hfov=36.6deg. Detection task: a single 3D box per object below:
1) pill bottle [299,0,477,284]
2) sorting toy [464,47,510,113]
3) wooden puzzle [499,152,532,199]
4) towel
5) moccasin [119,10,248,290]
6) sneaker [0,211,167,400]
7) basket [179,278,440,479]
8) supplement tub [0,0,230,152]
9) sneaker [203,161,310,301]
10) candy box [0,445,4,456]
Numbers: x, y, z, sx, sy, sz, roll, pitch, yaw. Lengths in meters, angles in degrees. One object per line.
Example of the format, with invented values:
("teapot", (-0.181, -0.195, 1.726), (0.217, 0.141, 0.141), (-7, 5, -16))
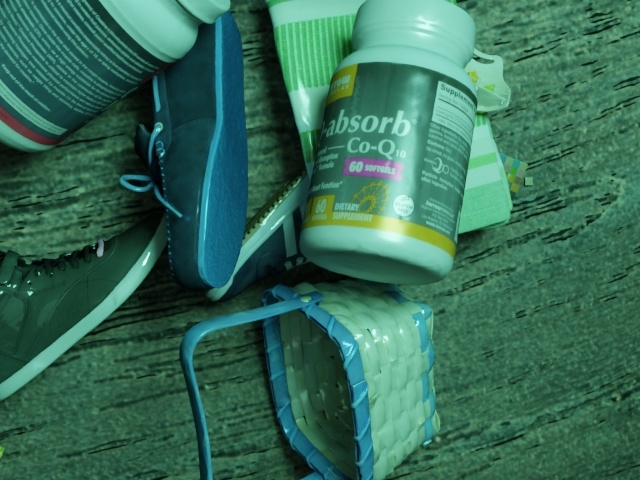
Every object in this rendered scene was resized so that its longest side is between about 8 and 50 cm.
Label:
("pill bottle", (0.078, -0.103, 1.011), (0.162, 0.162, 0.278), (13, 77, -11))
("sorting toy", (0.182, -0.195, 1.129), (0.083, 0.045, 0.075), (25, 66, -11))
("wooden puzzle", (0.232, -0.083, 1.230), (0.083, 0.006, 0.049), (21, 92, -11))
("towel", (0.082, -0.152, 1.127), (0.248, 0.038, 0.325), (-13, 86, -21))
("moccasin", (-0.149, -0.104, 1.090), (0.117, 0.138, 0.342), (-5, 66, 13))
("sneaker", (-0.310, 0.038, 1.100), (0.296, 0.104, 0.147), (-41, 106, 1))
("basket", (-0.013, 0.178, 1.099), (0.289, 0.201, 0.255), (-18, 116, -33))
("supplement tub", (-0.251, -0.234, 1.006), (0.272, 0.191, 0.191), (-31, 101, 14))
("sneaker", (0.000, 0.000, 1.154), (0.153, 0.099, 0.282), (44, 85, -9))
("candy box", (-0.477, 0.307, 1.142), (0.105, 0.027, 0.206), (35, 89, -9))
